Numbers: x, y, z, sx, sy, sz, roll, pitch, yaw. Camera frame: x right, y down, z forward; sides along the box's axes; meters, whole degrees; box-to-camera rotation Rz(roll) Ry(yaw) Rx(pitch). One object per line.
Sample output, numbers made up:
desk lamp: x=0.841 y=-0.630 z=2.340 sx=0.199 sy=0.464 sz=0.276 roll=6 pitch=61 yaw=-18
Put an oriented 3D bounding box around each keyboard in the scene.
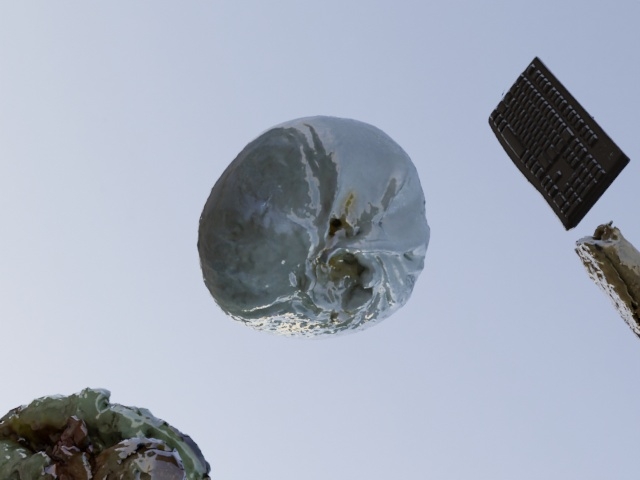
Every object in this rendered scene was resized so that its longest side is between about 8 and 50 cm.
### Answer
keyboard: x=0.231 y=-0.127 z=1.555 sx=0.103 sy=0.041 sz=0.381 roll=-53 pitch=-162 yaw=15

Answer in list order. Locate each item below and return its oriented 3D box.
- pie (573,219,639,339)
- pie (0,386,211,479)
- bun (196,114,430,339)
pie: x=0.377 y=0.100 z=1.586 sx=0.282 sy=0.068 sz=0.128 roll=54 pitch=3 yaw=-2
pie: x=-0.120 y=0.218 z=0.895 sx=0.257 sy=0.105 sz=0.274 roll=-3 pitch=-70 yaw=56
bun: x=0.000 y=0.000 z=0.842 sx=0.083 sy=0.141 sz=0.141 roll=-118 pitch=-148 yaw=-56
